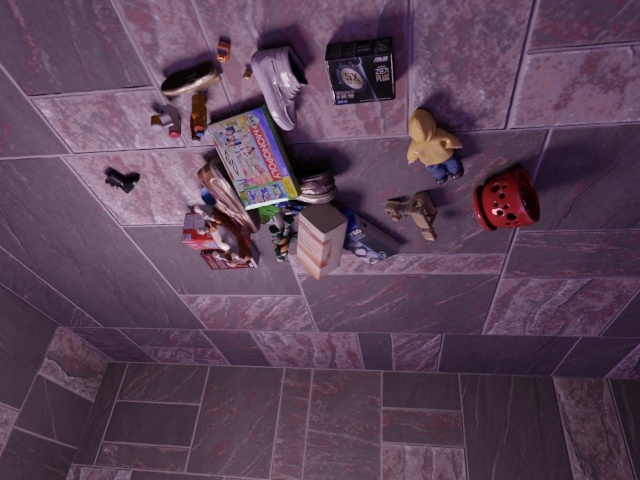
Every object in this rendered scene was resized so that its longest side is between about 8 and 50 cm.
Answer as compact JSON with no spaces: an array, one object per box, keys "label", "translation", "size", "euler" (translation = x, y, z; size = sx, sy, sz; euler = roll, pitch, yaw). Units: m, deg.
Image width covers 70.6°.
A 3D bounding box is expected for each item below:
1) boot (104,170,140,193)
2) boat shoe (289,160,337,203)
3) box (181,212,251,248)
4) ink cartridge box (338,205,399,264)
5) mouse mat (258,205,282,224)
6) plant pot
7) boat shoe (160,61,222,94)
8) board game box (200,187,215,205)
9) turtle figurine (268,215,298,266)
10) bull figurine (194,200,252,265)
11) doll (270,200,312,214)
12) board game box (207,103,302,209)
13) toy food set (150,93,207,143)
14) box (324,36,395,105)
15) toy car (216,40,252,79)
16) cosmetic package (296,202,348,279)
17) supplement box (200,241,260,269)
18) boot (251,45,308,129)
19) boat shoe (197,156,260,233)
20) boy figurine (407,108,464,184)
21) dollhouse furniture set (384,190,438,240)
[{"label":"boot","translation":[-0.762,-0.233,1.733],"size":[0.099,0.045,0.121],"euler":[34,137,-30]},{"label":"boat shoe","translation":[-0.113,-0.218,1.609],"size":[0.355,0.132,0.130],"euler":[2,120,13]},{"label":"box","translation":[-0.422,-0.042,1.859],"size":[0.256,0.128,0.123],"euler":[-3,162,12]},{"label":"ink cartridge box","translation":[0.164,-0.011,1.894],"size":[0.332,0.065,0.165],"euler":[31,139,-30]},{"label":"mouse mat","translation":[-0.246,-0.146,1.771],"size":[0.189,0.007,0.152],"euler":[30,123,-34]},{"label":"plant pot","translation":[0.628,-0.132,1.543],"size":[0.174,0.191,0.191],"euler":[-16,141,40]},{"label":"boat shoe","translation":[-0.379,-0.459,1.334],"size":[0.189,0.068,0.072],"euler":[-7,159,21]},{"label":"board game box","translation":[-0.377,-0.181,1.758],"size":[0.168,0.033,0.133],"euler":[8,142,-14]},{"label":"turtle figurine","translation":[-0.151,0.014,1.911],"size":[0.118,0.175,0.234],"euler":[19,141,24]},{"label":"bull figurine","translation":[-0.371,-0.031,1.686],"size":[0.101,0.188,0.310],"euler":[-42,86,14]},{"label":"doll","translation":[-0.115,-0.143,1.758],"size":[0.188,0.046,0.129],"euler":[11,136,-18]},{"label":"board game box","translation":[-0.216,-0.266,1.495],"size":[0.213,0.046,0.318],"euler":[-11,119,24]},{"label":"toy food set","translation":[-0.431,-0.360,1.414],"size":[0.232,0.105,0.111],"euler":[-11,164,27]},{"label":"box","translation":[0.113,-0.460,1.239],"size":[0.180,0.078,0.147],"euler":[-1,144,11]},{"label":"toy car","translation":[-0.239,-0.501,1.265],"size":[0.122,0.041,0.060],"euler":[24,142,-24]},{"label":"cosmetic package","translation":[0.000,0.000,1.801],"size":[0.153,0.129,0.296],"euler":[43,148,28]},{"label":"supplement box","translation":[-0.416,0.069,2.086],"size":[0.239,0.073,0.130],"euler":[-4,143,13]},{"label":"boot","translation":[-0.092,-0.429,1.297],"size":[0.123,0.095,0.258],"euler":[-2,144,23]},{"label":"boat shoe","translation":[-0.334,-0.156,1.674],"size":[0.116,0.123,0.324],"euler":[-21,118,18]},{"label":"boy figurine","translation":[0.350,-0.293,1.433],"size":[0.177,0.092,0.285],"euler":[-19,138,32]},{"label":"dollhouse furniture set","translation":[0.361,-0.099,1.741],"size":[0.160,0.101,0.182],"euler":[12,155,38]}]
